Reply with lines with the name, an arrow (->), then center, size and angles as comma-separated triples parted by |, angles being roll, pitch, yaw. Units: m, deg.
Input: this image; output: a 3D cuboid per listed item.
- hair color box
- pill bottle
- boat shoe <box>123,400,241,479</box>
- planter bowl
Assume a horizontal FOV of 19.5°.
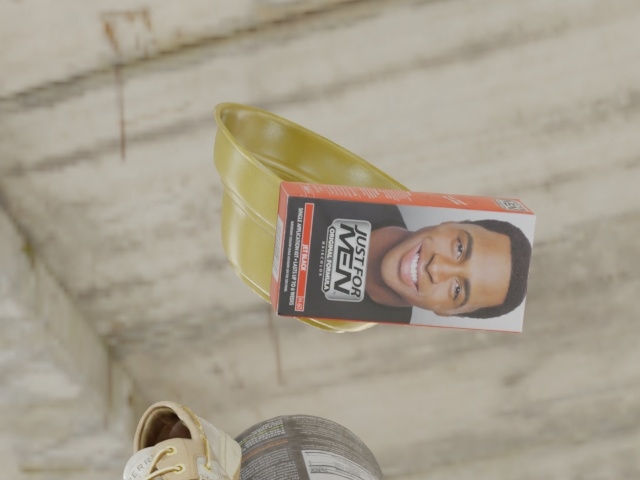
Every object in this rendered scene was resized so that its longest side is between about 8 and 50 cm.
hair color box -> 0.045, 0.009, 1.047 | 0.141, 0.043, 0.072 | 3, -78, -8
pill bottle -> -0.008, 0.203, 1.192 | 0.130, 0.245, 0.130 | -1, -80, -4
boat shoe -> -0.076, 0.129, 0.944 | 0.059, 0.170, 0.063 | 42, -84, -13
planter bowl -> 0.000, 0.000, 1.268 | 0.217, 0.217, 0.090 | 23, -73, -33
